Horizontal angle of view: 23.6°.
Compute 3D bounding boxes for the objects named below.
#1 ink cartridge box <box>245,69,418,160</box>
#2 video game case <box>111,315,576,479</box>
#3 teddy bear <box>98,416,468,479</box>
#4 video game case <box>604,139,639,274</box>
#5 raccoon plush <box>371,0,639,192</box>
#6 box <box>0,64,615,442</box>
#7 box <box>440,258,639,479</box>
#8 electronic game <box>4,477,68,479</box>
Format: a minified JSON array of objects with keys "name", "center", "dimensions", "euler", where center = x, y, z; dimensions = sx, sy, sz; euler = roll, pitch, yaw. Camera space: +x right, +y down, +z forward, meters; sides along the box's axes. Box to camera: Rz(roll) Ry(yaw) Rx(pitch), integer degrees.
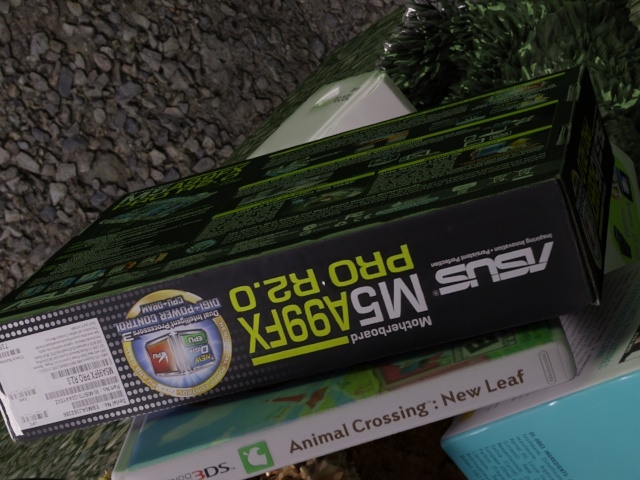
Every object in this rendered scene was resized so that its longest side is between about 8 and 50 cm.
[{"name":"ink cartridge box","center":[0.063,0.001,1.116],"dimensions":[0.100,0.237,0.172],"euler":[-43,11,-10]},{"name":"video game case","center":[0.011,0.046,0.711],"dimensions":[0.193,0.023,0.212],"euler":[-18,15,7]},{"name":"teddy bear","center":[-0.072,0.139,0.738],"dimensions":[0.338,0.113,0.245],"euler":[-27,-4,-14]},{"name":"video game case","center":[0.080,0.095,0.905],"dimensions":[0.269,0.061,0.244],"euler":[-33,41,33]},{"name":"raccoon plush","center":[0.174,-0.184,1.139],"dimensions":[0.216,0.446,0.299],"euler":[-10,2,-20]},{"name":"box","center":[0.000,0.000,0.729],"dimensions":[0.270,0.060,0.216],"euler":[-15,14,16]},{"name":"box","center":[0.166,0.041,0.612],"dimensions":[0.244,0.060,0.100],"euler":[-28,17,45]},{"name":"electronic game","center":[-0.268,0.274,1.283],"dimensions":[0.229,0.229,0.048],"euler":[-37,49,16]}]
